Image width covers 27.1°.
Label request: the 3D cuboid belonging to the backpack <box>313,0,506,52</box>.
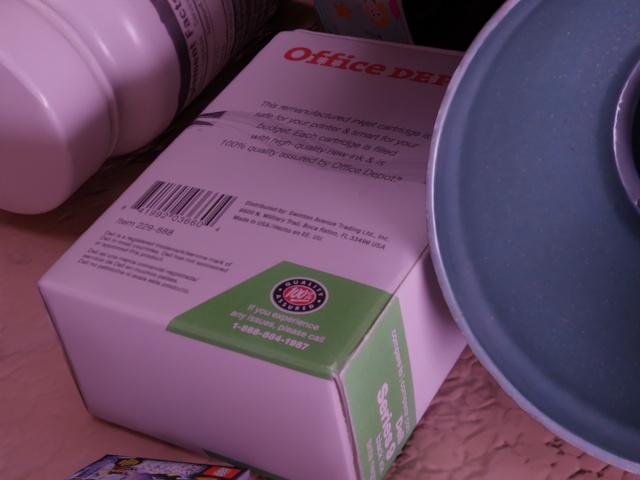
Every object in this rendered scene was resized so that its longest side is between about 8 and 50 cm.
[{"bbox_3d":[0.085,-0.260,1.054,0.191,0.225,0.253,16,60,30],"label":"backpack"}]

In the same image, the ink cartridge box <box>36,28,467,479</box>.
[{"bbox_3d":[0.000,0.000,0.843,0.211,0.121,0.289,14,46,29],"label":"ink cartridge box"}]

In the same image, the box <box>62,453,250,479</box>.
[{"bbox_3d":[-0.105,0.149,0.713,0.094,0.027,0.137,3,8,17],"label":"box"}]

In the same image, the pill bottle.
[{"bbox_3d":[-0.161,-0.196,1.054,0.204,0.204,0.361,14,46,28],"label":"pill bottle"}]

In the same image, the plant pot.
[{"bbox_3d":[0.228,-0.038,0.735,0.293,0.293,0.196,7,19,22],"label":"plant pot"}]
